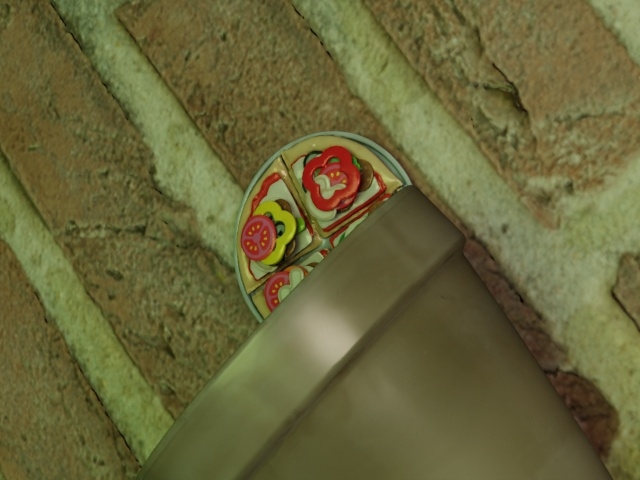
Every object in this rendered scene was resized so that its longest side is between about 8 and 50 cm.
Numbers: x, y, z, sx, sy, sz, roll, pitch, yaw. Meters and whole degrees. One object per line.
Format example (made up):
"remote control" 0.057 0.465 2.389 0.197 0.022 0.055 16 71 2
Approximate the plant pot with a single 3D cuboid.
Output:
"plant pot" 0.066 0.165 1.197 0.280 0.323 0.323 41 107 5

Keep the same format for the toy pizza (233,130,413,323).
"toy pizza" 0.000 0.000 1.391 0.201 0.032 0.201 -4 83 31
